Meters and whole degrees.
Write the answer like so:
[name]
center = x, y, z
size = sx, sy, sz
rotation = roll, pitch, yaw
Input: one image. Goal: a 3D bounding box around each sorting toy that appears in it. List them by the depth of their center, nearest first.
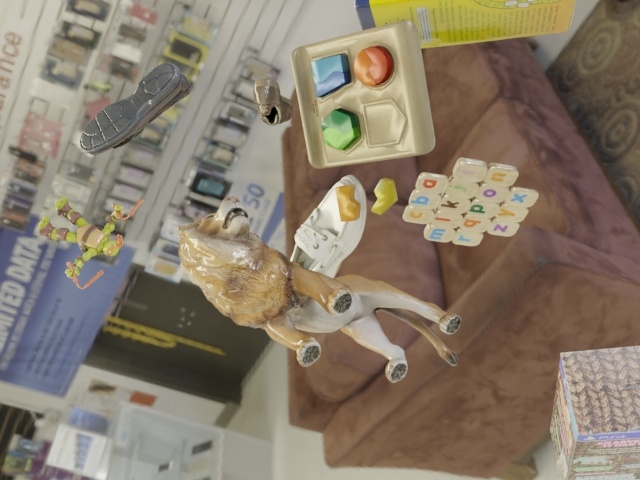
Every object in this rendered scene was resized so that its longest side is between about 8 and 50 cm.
[sorting toy]
center = 0.071, -0.186, 1.260
size = 0.229, 0.041, 0.307
rotation = -5, 100, 31

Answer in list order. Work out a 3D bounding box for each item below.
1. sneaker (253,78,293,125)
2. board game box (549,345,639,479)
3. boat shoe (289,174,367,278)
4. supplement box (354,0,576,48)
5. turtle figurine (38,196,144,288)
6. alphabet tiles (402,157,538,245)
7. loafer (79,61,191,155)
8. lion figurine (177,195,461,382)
[sneaker]
center = -0.099, -0.257, 1.518
size = 0.188, 0.066, 0.071
rotation = 41, -129, -75
[board game box]
center = 0.517, 0.305, 1.266
size = 0.291, 0.232, 0.141
rotation = 75, -168, -52
[boat shoe]
center = 0.000, 0.000, 1.415
size = 0.098, 0.096, 0.277
rotation = 55, 136, 36
[supplement box]
center = 0.243, -0.464, 1.300
size = 0.195, 0.357, 0.194
rotation = 40, -133, -74
[turtle figurine]
center = -0.576, -0.023, 1.909
size = 0.269, 0.217, 0.087
rotation = -59, -12, -14
[alphabet tiles]
center = 0.341, -0.083, 1.752
size = 0.284, 0.278, 0.021
rotation = 106, 169, -53
[loafer]
center = -0.436, -0.296, 1.823
size = 0.302, 0.095, 0.109
rotation = -38, 58, 8
[lion figurine]
center = 0.001, 0.080, 1.030
size = 0.240, 0.392, 0.142
rotation = 29, 92, 48
